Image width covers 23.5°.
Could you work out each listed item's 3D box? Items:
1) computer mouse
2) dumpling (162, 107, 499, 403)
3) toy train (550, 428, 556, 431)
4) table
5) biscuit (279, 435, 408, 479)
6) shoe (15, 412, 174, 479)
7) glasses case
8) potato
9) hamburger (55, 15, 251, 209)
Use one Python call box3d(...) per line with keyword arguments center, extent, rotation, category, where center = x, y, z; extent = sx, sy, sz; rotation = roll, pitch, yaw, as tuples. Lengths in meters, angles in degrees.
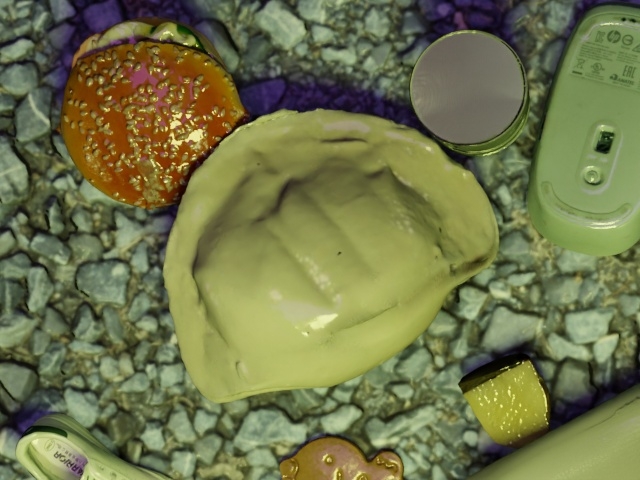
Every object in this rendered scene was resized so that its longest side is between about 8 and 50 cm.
box3d(center=(0.331, -0.124, 1.747), extent=(0.159, 0.097, 0.288), rotation=(15, 84, 18), category="computer mouse")
box3d(center=(0.000, 0.000, 1.744), extent=(0.395, 0.233, 0.315), rotation=(-24, 90, -3), category="dumpling")
box3d(center=(0.325, 0.241, 1.780), extent=(0.148, 0.038, 0.071), rotation=(-15, 91, 9), category="toy train")
box3d(center=(0.169, -0.160, 1.711), extent=(0.126, 0.220, 0.126), rotation=(0, 90, 8), category="table")
box3d(center=(0.044, 0.301, 1.836), extent=(0.184, 0.027, 0.133), rotation=(41, 98, 7), category="biscuit")
box3d(center=(-0.256, 0.304, 1.847), extent=(0.265, 0.110, 0.095), rotation=(31, 95, 11), category="shoe")
box3d(center=(0.301, 0.259, 1.717), extent=(0.308, 0.083, 0.128), rotation=(-28, 107, -4), category="glasses case")
box3d(center=(0.225, 0.190, 1.784), extent=(0.096, 0.066, 0.103), rotation=(-21, 92, 24), category="potato")
box3d(center=(-0.200, -0.148, 1.814), extent=(0.237, 0.147, 0.237), rotation=(1, 94, 11), category="hamburger")
